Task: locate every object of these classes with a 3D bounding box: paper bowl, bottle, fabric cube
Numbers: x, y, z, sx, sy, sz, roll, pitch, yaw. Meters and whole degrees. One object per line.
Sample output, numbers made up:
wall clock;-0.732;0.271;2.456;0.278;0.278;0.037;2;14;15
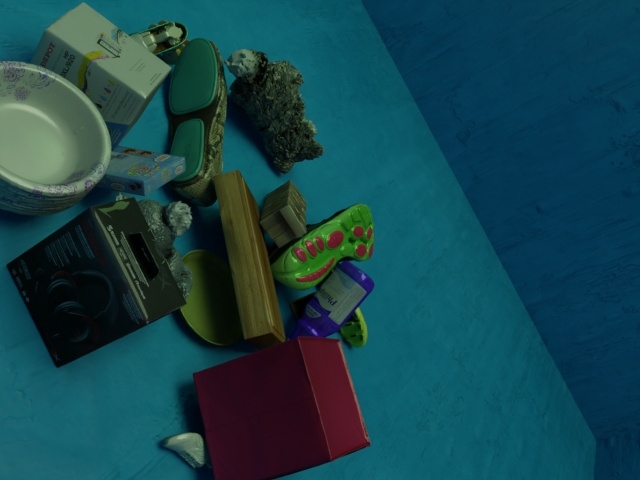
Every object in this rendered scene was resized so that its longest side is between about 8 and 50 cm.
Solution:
paper bowl;-0.554;-0.178;1.219;0.284;0.148;0.284;27;46;-32
bottle;0.018;0.188;1.737;0.092;0.283;0.118;44;-5;-39
fabric cube;-0.078;0.368;1.402;0.254;0.258;0.259;27;44;-66

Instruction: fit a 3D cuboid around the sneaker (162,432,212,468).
sneaker;-0.258;0.430;1.329;0.152;0.054;0.061;29;47;-45

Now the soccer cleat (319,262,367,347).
soccer cleat;0.080;0.186;1.996;0.121;0.093;0.289;-20;85;-62

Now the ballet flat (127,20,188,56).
ballet flat;-0.437;-0.518;1.686;0.247;0.087;0.083;-42;104;-43

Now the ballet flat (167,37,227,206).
ballet flat;-0.317;-0.302;1.731;0.182;0.164;0.483;55;29;-60

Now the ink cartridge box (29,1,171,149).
ink cartridge box;-0.485;-0.356;1.411;0.233;0.171;0.168;35;36;-15

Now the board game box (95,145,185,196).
board game box;-0.422;-0.155;1.388;0.160;0.211;0.039;-50;147;-57

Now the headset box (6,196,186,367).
headset box;-0.392;0.071;1.158;0.110;0.293;0.218;-26;91;-60

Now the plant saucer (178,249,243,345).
plant saucer;-0.266;0.139;1.552;0.241;0.037;0.241;37;40;-39

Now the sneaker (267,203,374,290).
sneaker;0.000;0.000;1.886;0.483;0.202;0.185;-21;111;-51

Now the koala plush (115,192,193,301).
koala plush;-0.348;0.016;1.311;0.203;0.196;0.221;-32;126;-66

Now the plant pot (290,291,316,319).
plant pot;-0.022;0.194;1.849;0.081;0.081;0.083;68;19;7

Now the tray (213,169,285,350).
tray;-0.171;0.054;1.603;0.203;0.076;0.411;71;4;-71

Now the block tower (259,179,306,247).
block tower;-0.099;-0.080;1.808;0.091;0.097;0.335;56;7;-14

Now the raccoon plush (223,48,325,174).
raccoon plush;-0.155;-0.357;1.917;0.446;0.216;0.299;-16;84;-67

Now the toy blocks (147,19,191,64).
toy blocks;-0.412;-0.574;1.856;0.123;0.054;0.148;57;31;-13
